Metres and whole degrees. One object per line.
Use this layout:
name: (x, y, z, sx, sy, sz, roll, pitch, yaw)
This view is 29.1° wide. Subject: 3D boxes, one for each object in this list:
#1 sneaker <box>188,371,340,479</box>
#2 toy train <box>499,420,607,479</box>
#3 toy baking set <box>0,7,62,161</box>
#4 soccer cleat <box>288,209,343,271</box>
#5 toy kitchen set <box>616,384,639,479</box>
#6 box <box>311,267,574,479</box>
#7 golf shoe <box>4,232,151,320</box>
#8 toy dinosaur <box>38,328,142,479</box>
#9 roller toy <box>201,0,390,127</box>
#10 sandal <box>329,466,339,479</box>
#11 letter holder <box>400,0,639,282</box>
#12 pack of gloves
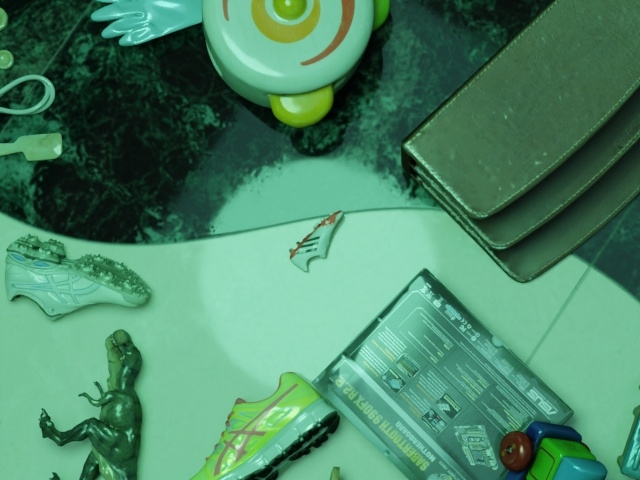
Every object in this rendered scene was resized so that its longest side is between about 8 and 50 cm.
sneaker: (-0.082, 0.226, 1.378, 0.208, 0.081, 0.094, -36, 65, 0)
toy train: (0.227, 0.328, 1.281, 0.105, 0.143, 0.248, 14, 105, -29)
toy baking set: (-0.429, -0.175, 1.473, 0.197, 0.030, 0.256, -34, 81, 0)
soccer cleat: (0.000, 0.000, 1.416, 0.083, 0.029, 0.035, -44, 90, 2)
toy kitchen set: (0.405, 0.245, 1.300, 0.166, 0.122, 0.207, 19, 86, 7)
box: (0.135, 0.174, 1.367, 0.231, 0.056, 0.183, 44, 90, 8)
golf shoe: (-0.283, 0.057, 1.426, 0.176, 0.069, 0.086, 18, 105, 10)
toy dinosaur: (-0.251, 0.238, 1.395, 0.118, 0.064, 0.268, -6, 86, -2)
roller toy: (-0.038, -0.247, 1.375, 0.191, 0.146, 0.209, 31, 85, -1)
sandal: (-0.042, 0.359, 1.346, 0.079, 0.088, 0.240, 12, 89, 1)
letter holder: (0.268, -0.121, 1.344, 0.302, 0.152, 0.214, -43, 83, -1)
pack of gloves: (-0.181, -0.340, 1.472, 0.232, 0.046, 0.195, -20, 83, -8)
